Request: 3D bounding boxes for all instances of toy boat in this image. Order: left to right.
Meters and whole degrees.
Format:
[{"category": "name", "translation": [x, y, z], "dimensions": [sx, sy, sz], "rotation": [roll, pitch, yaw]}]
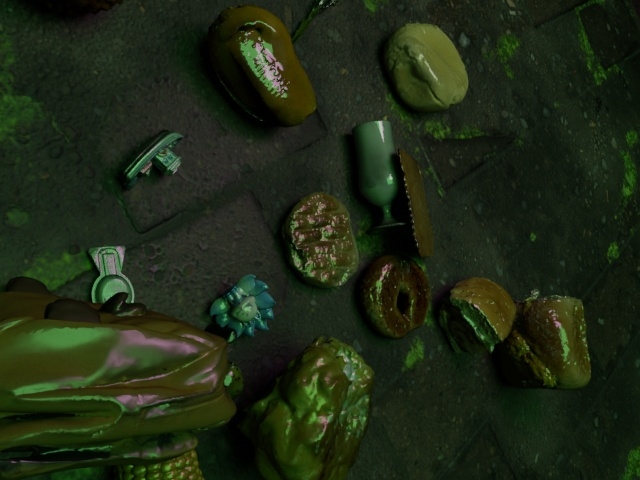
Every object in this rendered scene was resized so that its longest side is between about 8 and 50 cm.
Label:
[{"category": "toy boat", "translation": [-0.271, -0.132, 1.043], "dimensions": [0.066, 0.059, 0.140], "rotation": [41, 55, -10]}]

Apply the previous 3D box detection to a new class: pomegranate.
[{"category": "pomegranate", "translation": [-0.168, 0.238, 1.035], "dimensions": [0.084, 0.073, 0.073], "rotation": [-40, 105, -22]}]

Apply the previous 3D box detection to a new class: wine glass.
[{"category": "wine glass", "translation": [0.127, -0.134, 1.337], "dimensions": [0.103, 0.103, 0.231], "rotation": [-3, 78, -39]}]

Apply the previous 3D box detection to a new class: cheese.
[{"category": "cheese", "translation": [-0.324, 0.068, 0.975], "dimensions": [0.067, 0.026, 0.121], "rotation": [-4, 82, -40]}, {"category": "cheese", "translation": [0.259, -0.418, 1.504], "dimensions": [0.214, 0.117, 0.226], "rotation": [-35, 97, -45]}]

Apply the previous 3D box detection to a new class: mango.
[{"category": "mango", "translation": [-0.103, -0.322, 1.170], "dimensions": [0.249, 0.156, 0.151], "rotation": [46, 19, -22]}]

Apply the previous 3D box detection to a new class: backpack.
[{"category": "backpack", "translation": [-0.295, 0.163, 0.788], "dimensions": [0.377, 0.353, 0.201], "rotation": [6, 89, -38]}]

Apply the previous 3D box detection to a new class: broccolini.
[{"category": "broccolini", "translation": [-0.030, -0.473, 1.341], "dimensions": [0.218, 0.044, 0.042], "rotation": [-54, 128, -28]}]

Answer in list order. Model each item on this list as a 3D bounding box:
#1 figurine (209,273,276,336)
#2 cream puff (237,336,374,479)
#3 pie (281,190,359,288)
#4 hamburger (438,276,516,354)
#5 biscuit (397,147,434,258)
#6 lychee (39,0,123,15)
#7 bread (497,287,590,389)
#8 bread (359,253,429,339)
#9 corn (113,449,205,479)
[{"category": "figurine", "translation": [-0.126, 0.122, 1.086], "dimensions": [0.114, 0.079, 0.115], "rotation": [-1, 93, -16]}, {"category": "cream puff", "translation": [-0.029, 0.285, 1.057], "dimensions": [0.281, 0.185, 0.282], "rotation": [-27, 122, -57]}, {"category": "pie", "translation": [0.000, 0.000, 1.239], "dimensions": [0.195, 0.046, 0.195], "rotation": [12, 72, -38]}, {"category": "hamburger", "translation": [0.378, 0.148, 1.448], "dimensions": [0.207, 0.135, 0.156], "rotation": [-33, 102, -41]}, {"category": "biscuit", "translation": [0.215, -0.076, 1.374], "dimensions": [0.237, 0.013, 0.232], "rotation": [3, 76, -70]}, {"category": "lychee", "translation": [-0.387, -0.449, 0.947], "dimensions": [0.238, 0.200, 0.200], "rotation": [-6, 83, -54]}, {"category": "bread", "translation": [0.523, 0.234, 1.505], "dimensions": [0.176, 0.195, 0.247], "rotation": [15, 69, -42]}, {"category": "bread", "translation": [0.157, 0.116, 1.328], "dimensions": [0.193, 0.063, 0.194], "rotation": [5, 83, -40]}, {"category": "corn", "translation": [-0.208, 0.452, 0.903], "dimensions": [0.143, 0.143, 0.388], "rotation": [-9, 87, -40]}]
